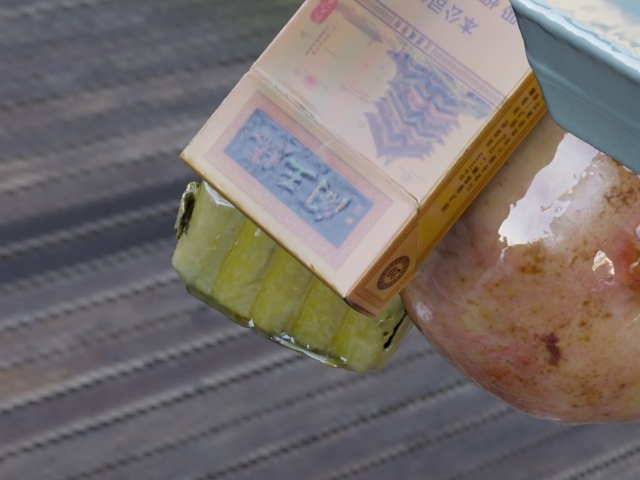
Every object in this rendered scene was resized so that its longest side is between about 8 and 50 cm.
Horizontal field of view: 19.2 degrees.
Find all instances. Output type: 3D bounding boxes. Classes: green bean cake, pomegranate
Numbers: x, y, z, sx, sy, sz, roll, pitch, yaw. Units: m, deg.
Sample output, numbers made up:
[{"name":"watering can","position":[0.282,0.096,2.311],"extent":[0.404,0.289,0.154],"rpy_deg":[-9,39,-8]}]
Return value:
[{"name":"green bean cake","position":[0.000,0.000,1.697],"extent":[0.230,0.131,0.224],"rpy_deg":[27,30,8]},{"name":"pomegranate","position":[0.217,-0.019,1.454],"extent":[0.338,0.338,0.338],"rpy_deg":[9,29,-5]}]

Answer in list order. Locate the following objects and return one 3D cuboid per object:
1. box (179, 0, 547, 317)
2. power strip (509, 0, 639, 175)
[{"name":"box","position":[0.055,-0.105,1.337],"extent":[0.174,0.274,0.076],"rpy_deg":[41,2,27]},{"name":"power strip","position":[0.238,-0.129,0.810],"extent":[0.261,0.141,0.229],"rpy_deg":[-34,39,-13]}]
